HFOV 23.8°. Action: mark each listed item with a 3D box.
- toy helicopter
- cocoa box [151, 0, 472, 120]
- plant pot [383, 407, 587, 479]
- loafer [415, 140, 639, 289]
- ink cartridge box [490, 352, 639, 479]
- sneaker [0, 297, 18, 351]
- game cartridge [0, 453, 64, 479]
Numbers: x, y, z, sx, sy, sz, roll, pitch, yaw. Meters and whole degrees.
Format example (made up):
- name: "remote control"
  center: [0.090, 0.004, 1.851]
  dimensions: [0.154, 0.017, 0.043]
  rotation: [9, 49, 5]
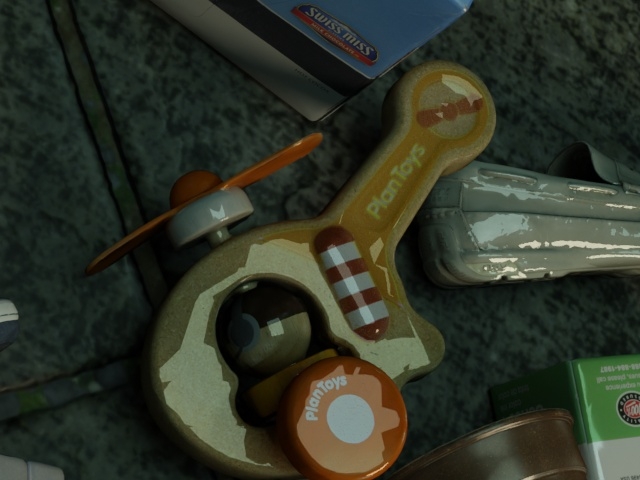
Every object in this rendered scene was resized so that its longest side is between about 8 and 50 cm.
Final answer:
- name: "toy helicopter"
  center: [0.000, 0.000, 1.062]
  dimensions: [0.235, 0.140, 0.355]
  rotation: [37, 65, -2]
- name: "cocoa box"
  center: [-0.041, -0.299, 1.085]
  dimensions: [0.347, 0.228, 0.231]
  rotation: [36, 60, -15]
- name: "plant pot"
  center: [0.132, 0.225, 1.027]
  dimensions: [0.167, 0.167, 0.165]
  rotation: [-10, 62, -31]
- name: "loafer"
  center: [0.223, -0.025, 1.216]
  dimensions: [0.319, 0.112, 0.111]
  rotation: [-2, 84, -29]
- name: "ink cartridge box"
  center: [0.262, 0.229, 1.152]
  dimensions: [0.201, 0.117, 0.278]
  rotation: [-2, 75, -30]
- name: "sneaker"
  center: [-0.254, 0.141, 0.912]
  dimensions: [0.226, 0.086, 0.163]
  rotation: [-29, 92, -35]
- name: "game cartridge"
  center: [-0.213, 0.278, 0.778]
  dimensions: [0.230, 0.068, 0.355]
  rotation: [34, 47, -58]
